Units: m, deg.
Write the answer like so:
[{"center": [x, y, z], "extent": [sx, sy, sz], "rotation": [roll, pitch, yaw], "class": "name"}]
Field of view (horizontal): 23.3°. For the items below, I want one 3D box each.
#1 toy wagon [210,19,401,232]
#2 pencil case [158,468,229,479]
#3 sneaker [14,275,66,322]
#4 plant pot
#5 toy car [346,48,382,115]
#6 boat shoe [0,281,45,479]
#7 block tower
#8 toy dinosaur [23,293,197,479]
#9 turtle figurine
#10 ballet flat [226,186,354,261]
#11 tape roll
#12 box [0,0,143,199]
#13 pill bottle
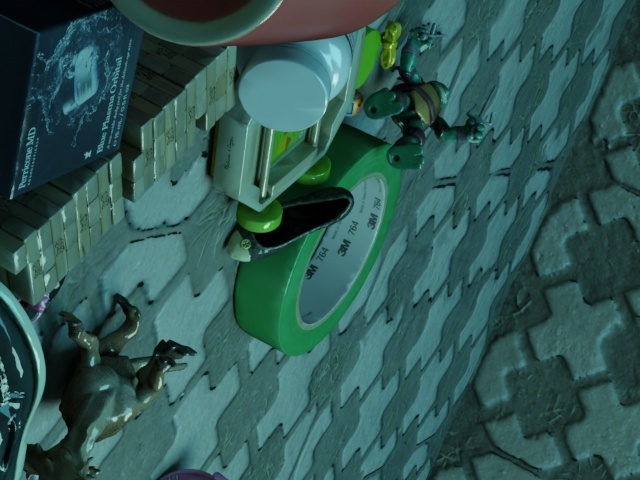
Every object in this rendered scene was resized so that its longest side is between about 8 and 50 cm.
[{"center": [-0.014, -0.177, 1.874], "extent": [0.344, 0.068, 0.267], "rotation": [-45, 154, -44], "class": "toy wagon"}, {"center": [-0.193, 0.500, 2.154], "extent": [0.167, 0.160, 0.386], "rotation": [-94, -167, -54], "class": "pencil case"}, {"center": [-0.265, 0.027, 1.526], "extent": [0.119, 0.047, 0.057], "rotation": [-58, 168, 7], "class": "sneaker"}, {"center": [-0.057, -0.278, 1.276], "extent": [0.243, 0.275, 0.275], "rotation": [-42, 152, -61], "class": "plant pot"}, {"center": [0.047, -0.214, 2.022], "extent": [0.060, 0.040, 0.122], "rotation": [-28, 141, -59], "class": "toy car"}, {"center": [-0.332, 0.162, 1.394], "extent": [0.340, 0.127, 0.113], "rotation": [110, 6, -47], "class": "boat shoe"}, {"center": [-0.209, -0.081, 1.451], "extent": [0.335, 0.091, 0.097], "rotation": [-48, 155, -36], "class": "block tower"}, {"center": [-0.244, 0.178, 1.669], "extent": [0.200, 0.127, 0.295], "rotation": [-59, 174, 11], "class": "toy dinosaur"}, {"center": [0.144, -0.187, 2.113], "extent": [0.118, 0.175, 0.234], "rotation": [-40, -178, 37], "class": "turtle figurine"}, {"center": [-0.039, -0.024, 1.936], "extent": [0.173, 0.057, 0.049], "rotation": [-26, 180, -5], "class": "ballet flat"}, {"center": [0.000, 0.000, 2.125], "extent": [0.321, 0.077, 0.321], "rotation": [-51, 158, -30], "class": "tape roll"}, {"center": [-0.235, -0.139, 1.305], "extent": [0.158, 0.093, 0.156], "rotation": [-33, 145, -54], "class": "box"}, {"center": [-0.022, -0.214, 1.612], "extent": [0.216, 0.121, 0.121], "rotation": [-78, 177, -47], "class": "pill bottle"}]
